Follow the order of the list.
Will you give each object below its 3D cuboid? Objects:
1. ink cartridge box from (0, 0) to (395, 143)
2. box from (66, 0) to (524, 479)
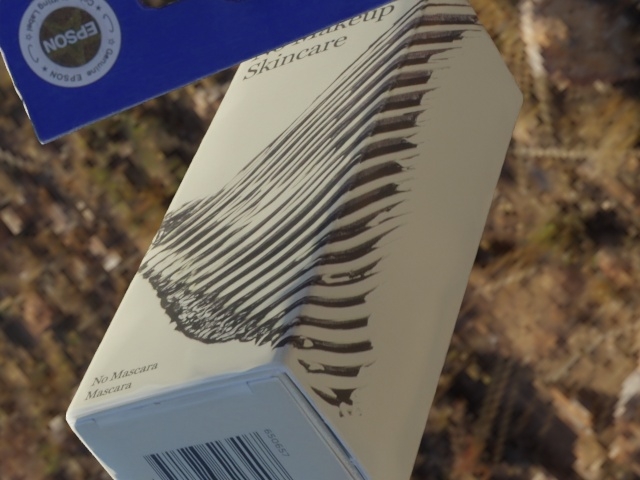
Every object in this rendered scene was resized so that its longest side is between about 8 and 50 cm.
[{"bbox_3d":[-0.083,-0.223,0.544,0.069,0.175,0.371,-109,-3,-72],"label":"ink cartridge box"},{"bbox_3d":[0.000,0.000,0.763,0.113,0.275,0.094,-16,124,30],"label":"box"}]
